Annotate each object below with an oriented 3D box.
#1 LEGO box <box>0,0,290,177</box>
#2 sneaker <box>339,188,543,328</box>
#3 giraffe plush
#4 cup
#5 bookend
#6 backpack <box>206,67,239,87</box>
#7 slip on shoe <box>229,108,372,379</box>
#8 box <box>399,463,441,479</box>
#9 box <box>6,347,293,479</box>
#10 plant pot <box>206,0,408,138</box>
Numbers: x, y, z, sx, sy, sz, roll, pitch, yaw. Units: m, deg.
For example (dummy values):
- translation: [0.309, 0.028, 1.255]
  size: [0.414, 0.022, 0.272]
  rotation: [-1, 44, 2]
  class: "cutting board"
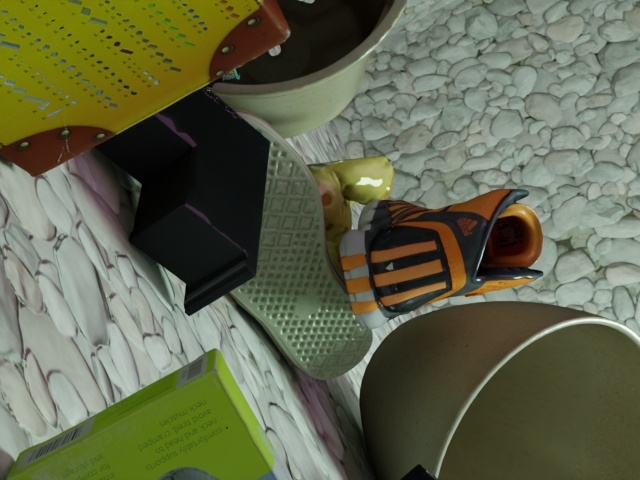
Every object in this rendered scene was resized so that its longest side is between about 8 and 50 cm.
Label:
- translation: [-0.233, -0.297, 0.646]
  size: [0.372, 0.193, 0.500]
  rotation: [65, 7, 20]
  class: "LEGO box"
- translation: [0.131, 0.013, 1.308]
  size: [0.321, 0.180, 0.124]
  rotation: [-54, 130, -77]
  class: "sneaker"
- translation: [0.000, 0.000, 1.460]
  size: [0.210, 0.182, 0.170]
  rotation: [-153, -124, -84]
  class: "giraffe plush"
- translation: [0.178, 0.200, 1.475]
  size: [0.237, 0.331, 0.331]
  rotation: [29, -23, 51]
  class: "cup"
- translation: [-0.121, -0.054, 1.010]
  size: [0.156, 0.072, 0.157]
  rotation: [39, 35, -31]
  class: "bookend"
- translation: [-0.150, -0.224, 1.134]
  size: [0.188, 0.144, 0.165]
  rotation: [100, -30, -62]
  class: "backpack"
- translation: [-0.047, 0.003, 1.237]
  size: [0.101, 0.123, 0.331]
  rotation: [51, -7, 45]
  class: "slip on shoe"
- translation: [0.123, 0.309, 1.175]
  size: [0.158, 0.093, 0.156]
  rotation: [59, -12, -25]
  class: "box"
- translation: [-0.050, 0.152, 0.603]
  size: [0.178, 0.109, 0.042]
  rotation: [61, 3, -11]
  class: "box"
- translation: [-0.058, -0.262, 1.456]
  size: [0.305, 0.334, 0.333]
  rotation: [78, -13, -75]
  class: "plant pot"
